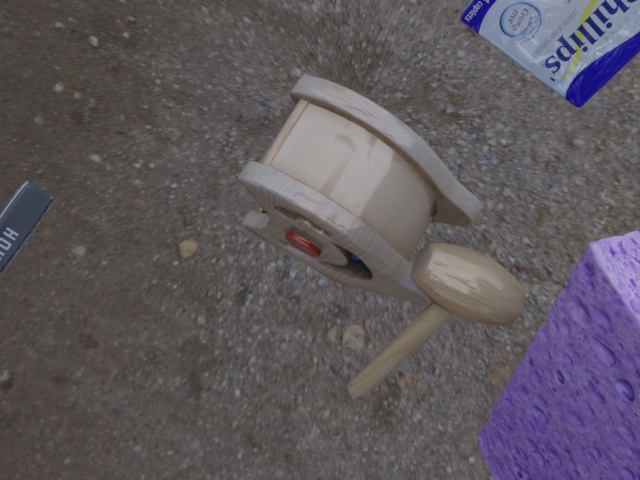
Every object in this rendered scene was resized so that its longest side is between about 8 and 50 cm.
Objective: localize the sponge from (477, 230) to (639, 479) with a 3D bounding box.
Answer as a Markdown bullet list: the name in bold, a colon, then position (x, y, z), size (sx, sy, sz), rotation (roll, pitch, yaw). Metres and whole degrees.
- **sponge**: position (0.142, 0.106, 0.397), size (0.031, 0.117, 0.210), rotation (-14, 144, -16)

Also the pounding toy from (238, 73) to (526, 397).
- **pounding toy**: position (0.000, 0.000, 0.515), size (0.154, 0.269, 0.155), rotation (34, 80, -19)

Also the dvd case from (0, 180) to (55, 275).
- **dvd case**: position (-0.293, 0.051, 0.616), size (0.029, 0.239, 0.179), rotation (36, 67, -19)

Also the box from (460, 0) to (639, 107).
- **box**: position (0.211, -0.206, 0.648), size (0.137, 0.072, 0.126), rotation (33, 132, -9)
